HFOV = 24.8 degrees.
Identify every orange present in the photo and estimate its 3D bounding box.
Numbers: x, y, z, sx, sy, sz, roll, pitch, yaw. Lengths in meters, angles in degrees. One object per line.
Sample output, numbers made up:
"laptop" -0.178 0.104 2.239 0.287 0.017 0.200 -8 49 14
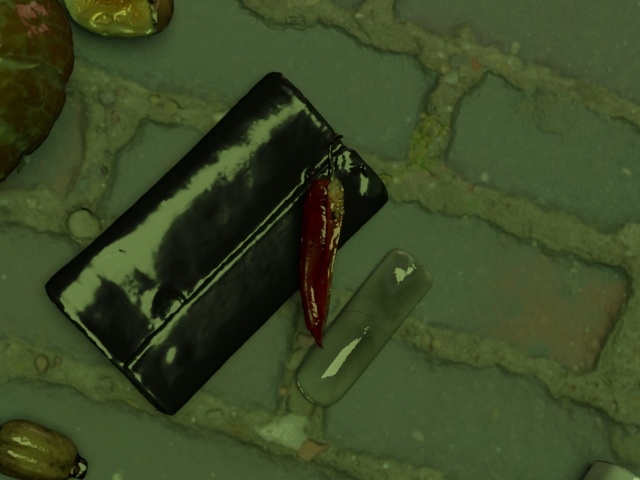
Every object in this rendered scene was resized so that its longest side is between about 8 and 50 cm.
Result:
"orange" -0.449 -0.208 1.670 0.329 0.249 0.329 1 82 -10

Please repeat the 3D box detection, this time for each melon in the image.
"melon" -0.256 -0.319 1.813 0.128 0.079 0.160 -16 90 5

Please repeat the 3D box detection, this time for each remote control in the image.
"remote control" 0.056 0.112 1.859 0.073 0.044 0.229 41 79 -4

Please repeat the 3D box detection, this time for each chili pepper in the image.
"chili pepper" 0.000 0.000 1.801 0.051 0.059 0.267 8 97 14

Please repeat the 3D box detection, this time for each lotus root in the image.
"lotus root" -0.352 0.252 1.749 0.152 0.063 0.072 28 107 -16

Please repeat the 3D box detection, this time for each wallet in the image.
"wallet" -0.124 0.002 1.818 0.406 0.062 0.228 -45 96 -12

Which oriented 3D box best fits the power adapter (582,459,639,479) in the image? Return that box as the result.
"power adapter" 0.367 0.436 1.863 0.187 0.124 0.255 37 80 -6
